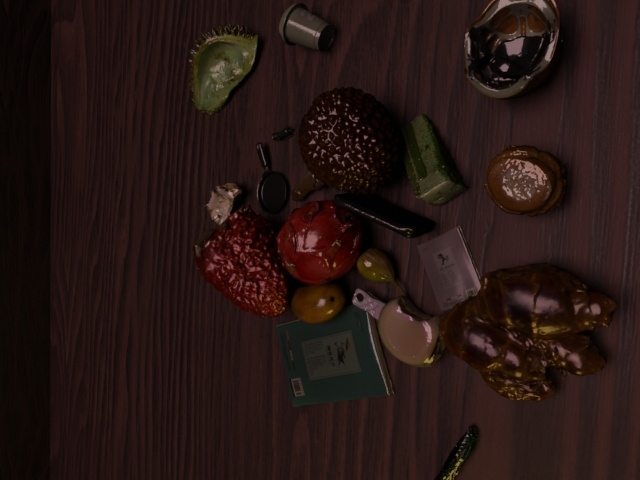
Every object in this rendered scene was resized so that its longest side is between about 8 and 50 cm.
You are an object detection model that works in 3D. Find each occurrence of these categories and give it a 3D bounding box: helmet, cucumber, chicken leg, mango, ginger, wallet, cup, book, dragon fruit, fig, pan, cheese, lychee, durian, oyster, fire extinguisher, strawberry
[{"bbox_3d":[0.410,-0.399,1.044,0.198,0.130,0.225,16,92,34],"label":"helmet"},{"bbox_3d":[0.320,0.559,1.215,0.044,0.043,0.257,34,112,28],"label":"cucumber"},{"bbox_3d":[-0.028,-0.173,1.463,0.198,0.068,0.085,-37,67,42],"label":"chicken leg"},{"bbox_3d":[-0.016,0.175,1.434,0.227,0.099,0.136,-6,50,53],"label":"mango"},{"bbox_3d":[0.430,0.188,1.037,0.357,0.152,0.274,-48,63,32],"label":"ginger"},{"bbox_3d":[0.151,-0.068,1.247,0.250,0.149,0.044,26,111,28],"label":"wallet"},{"bbox_3d":[-0.037,-0.603,1.425,0.141,0.120,0.120,36,114,22],"label":"cup"},{"bbox_3d":[0.025,0.343,1.460,0.379,0.031,0.265,-20,79,38],"label":"book"},{"bbox_3d":[-0.002,0.003,1.345,0.252,0.241,0.241,-26,74,12],"label":"dragon fruit"},{"bbox_3d":[0.177,0.079,1.309,0.166,0.093,0.094,23,108,8],"label":"fig"},{"bbox_3d":[0.318,0.072,1.215,0.127,0.014,0.182,-28,75,37],"label":"book"},{"bbox_3d":[-0.165,-0.204,1.597,0.136,0.028,0.235,-17,84,38],"label":"pan"},{"bbox_3d":[0.193,0.205,1.278,0.286,0.082,0.163,33,111,33],"label":"cheese"},{"bbox_3d":[0.082,-0.240,1.242,0.267,0.267,0.268,2,93,40],"label":"lychee"},{"bbox_3d":[-0.346,-0.597,1.710,0.198,0.163,0.394,37,127,-11],"label":"durian"},{"bbox_3d":[-0.332,-0.133,1.722,0.133,0.071,0.209,45,138,22],"label":"oyster"},{"bbox_3d":[-0.114,-0.334,1.553,0.083,0.025,0.038,-16,120,39],"label":"fire extinguisher"},{"bbox_3d":[-0.226,0.086,1.541,0.292,0.292,0.344,-30,91,37],"label":"strawberry"}]

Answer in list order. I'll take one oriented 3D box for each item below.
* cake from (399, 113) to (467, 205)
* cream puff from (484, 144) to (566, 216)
[{"bbox_3d":[0.250,-0.203,1.207,0.100,0.099,0.236,-34,69,33],"label":"cake"},{"bbox_3d":[0.434,-0.128,1.044,0.150,0.115,0.165,-41,76,41],"label":"cream puff"}]
